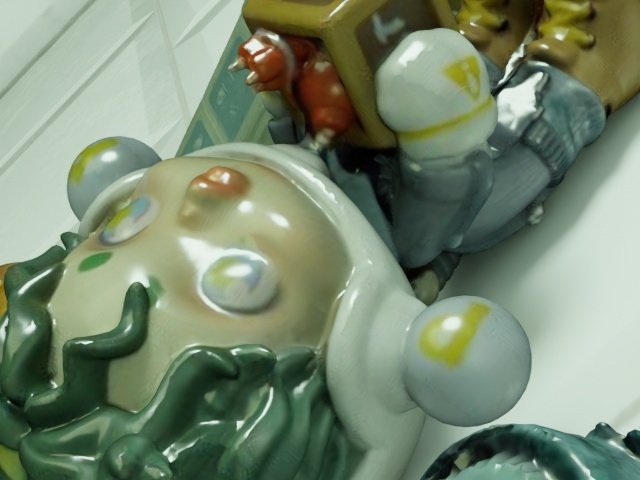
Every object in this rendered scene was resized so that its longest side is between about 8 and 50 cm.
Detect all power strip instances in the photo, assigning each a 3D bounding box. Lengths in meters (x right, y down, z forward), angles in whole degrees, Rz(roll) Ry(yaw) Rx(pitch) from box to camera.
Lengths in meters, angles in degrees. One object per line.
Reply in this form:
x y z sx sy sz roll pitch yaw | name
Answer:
-0.047 -0.052 0.810 0.272 0.052 0.078 -61 37 27 | power strip

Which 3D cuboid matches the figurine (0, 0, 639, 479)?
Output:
0.001 0.000 0.593 0.382 0.186 0.261 -48 31 -19 | figurine

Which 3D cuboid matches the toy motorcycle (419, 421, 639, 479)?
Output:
0.073 0.145 0.258 0.260 0.154 0.206 9 81 61 | toy motorcycle

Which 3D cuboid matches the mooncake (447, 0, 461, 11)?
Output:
0.075 -0.192 0.877 0.235 0.117 0.235 -41 24 22 | mooncake

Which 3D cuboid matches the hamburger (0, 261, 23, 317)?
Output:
-0.201 0.133 0.804 0.243 0.146 0.286 -58 24 -10 | hamburger
